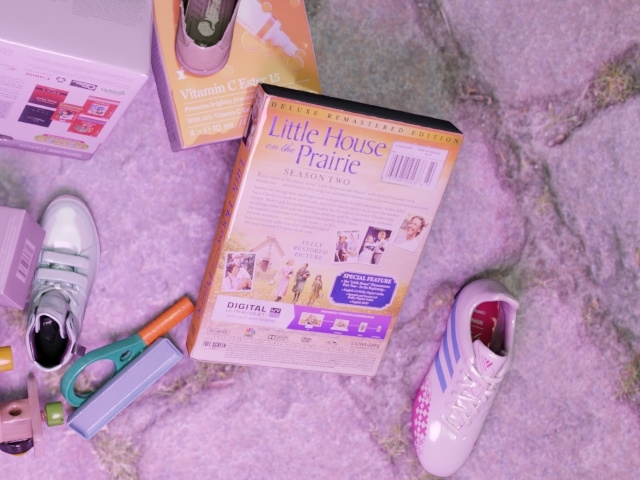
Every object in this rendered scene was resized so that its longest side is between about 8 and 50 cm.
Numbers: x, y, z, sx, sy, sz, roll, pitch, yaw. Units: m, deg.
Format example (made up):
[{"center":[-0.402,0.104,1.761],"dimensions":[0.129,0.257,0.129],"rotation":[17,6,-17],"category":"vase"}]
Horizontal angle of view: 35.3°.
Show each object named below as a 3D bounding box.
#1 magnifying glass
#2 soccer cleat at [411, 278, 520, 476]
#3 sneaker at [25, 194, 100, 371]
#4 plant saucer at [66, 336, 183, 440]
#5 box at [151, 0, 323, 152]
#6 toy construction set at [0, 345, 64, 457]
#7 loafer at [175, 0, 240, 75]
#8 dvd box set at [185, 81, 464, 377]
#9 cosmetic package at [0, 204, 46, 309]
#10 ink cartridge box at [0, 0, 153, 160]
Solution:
[{"center":[-0.286,0.163,1.499],"dimensions":[0.231,0.026,0.092],"rotation":[-37,143,-16],"category":"magnifying glass"},{"center":[0.230,0.221,1.586],"dimensions":[0.116,0.143,0.331],"rotation":[14,90,-14],"category":"soccer cleat"},{"center":[-0.364,0.062,1.425],"dimensions":[0.094,0.151,0.255],"rotation":[5,91,-13],"category":"sneaker"},{"center":[-0.294,0.219,1.505],"dimensions":[0.192,0.018,0.067],"rotation":[-41,146,-8],"category":"plant saucer"},{"center":[-0.141,-0.317,1.447],"dimensions":[0.215,0.168,0.345],"rotation":[-14,96,-13],"category":"box"},{"center":[-0.459,0.223,1.349],"dimensions":[0.237,0.309,0.257],"rotation":[2,101,-19],"category":"toy construction set"},{"center":[-0.137,-0.353,1.310],"dimensions":[0.102,0.092,0.268],"rotation":[2,93,-14],"category":"loafer"},{"center":[0.000,0.000,1.460],"dimensions":[0.308,0.062,0.420],"rotation":[8,115,-22],"category":"dvd box set"},{"center":[-0.516,0.009,1.367],"dimensions":[0.238,0.107,0.127],"rotation":[10,73,5],"category":"cosmetic package"},{"center":[-0.416,-0.240,1.345],"dimensions":[0.310,0.272,0.130],"rotation":[10,64,-27],"category":"ink cartridge box"}]
